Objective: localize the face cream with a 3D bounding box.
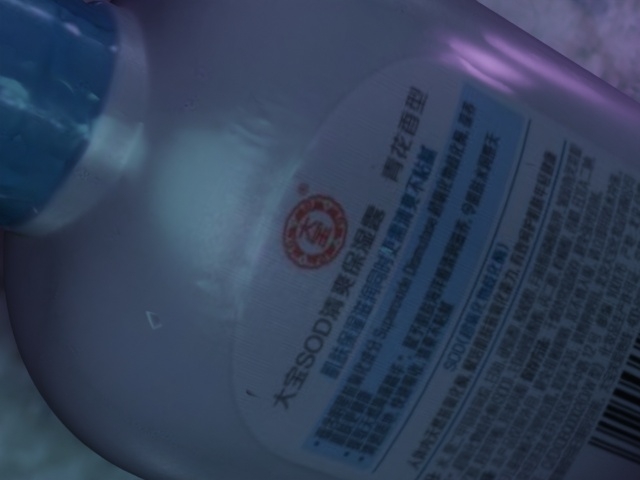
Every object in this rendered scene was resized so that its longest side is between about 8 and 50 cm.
[{"bbox_3d":[0.000,0.000,0.394,0.336,0.080,0.163,24,89,-33],"label":"face cream"}]
